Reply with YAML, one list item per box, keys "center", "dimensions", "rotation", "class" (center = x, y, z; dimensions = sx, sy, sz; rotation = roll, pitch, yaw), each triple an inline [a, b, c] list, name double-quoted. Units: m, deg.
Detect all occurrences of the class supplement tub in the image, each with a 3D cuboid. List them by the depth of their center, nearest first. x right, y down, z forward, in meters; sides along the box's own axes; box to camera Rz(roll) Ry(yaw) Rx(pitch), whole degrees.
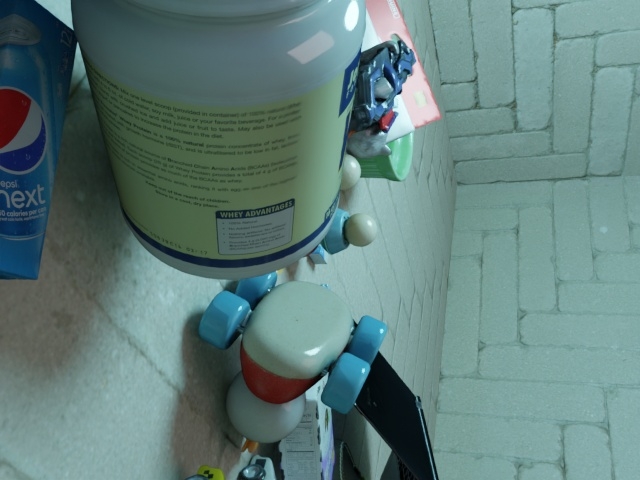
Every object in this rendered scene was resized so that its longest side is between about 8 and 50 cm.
- center: [-0.086, -0.142, 0.561]
  dimensions: [0.324, 0.236, 0.235]
  rotation: [98, 6, -51]
  class: "supplement tub"

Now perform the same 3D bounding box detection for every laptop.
- center: [0.112, 0.452, 1.333]
  dimensions: [0.382, 0.237, 0.407]
  rotation: [-81, -171, -73]
  class: "laptop"

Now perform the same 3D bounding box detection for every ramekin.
- center: [0.101, -0.277, 1.344]
  dimensions: [0.303, 0.148, 0.303]
  rotation: [-2, 90, -70]
  class: "ramekin"

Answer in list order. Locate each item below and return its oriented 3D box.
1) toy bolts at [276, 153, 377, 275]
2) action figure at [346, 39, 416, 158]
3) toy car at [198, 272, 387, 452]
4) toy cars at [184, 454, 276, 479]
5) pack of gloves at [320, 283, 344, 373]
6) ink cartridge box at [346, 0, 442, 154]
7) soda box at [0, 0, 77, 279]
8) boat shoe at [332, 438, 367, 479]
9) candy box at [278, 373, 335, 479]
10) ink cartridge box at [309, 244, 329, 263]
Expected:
- center: [0.001, -0.027, 1.030]
  dimensions: [0.228, 0.159, 0.218]
  rotation: [53, 40, -58]
  class: "toy bolts"
- center: [0.035, -0.287, 0.993]
  dimensions: [0.330, 0.179, 0.341]
  rotation: [67, 28, -12]
  class: "action figure"
- center: [-0.059, 0.194, 0.875]
  dimensions: [0.237, 0.219, 0.210]
  rotation: [-68, 171, 25]
  class: "toy car"
- center: [-0.095, 0.371, 0.775]
  dimensions: [0.393, 0.087, 0.176]
  rotation: [53, 33, -70]
  class: "toy cars"
- center: [0.022, 0.214, 1.244]
  dimensions: [0.195, 0.046, 0.232]
  rotation: [-64, 147, -50]
  class: "pack of gloves"
- center: [0.098, -0.329, 1.135]
  dimensions: [0.261, 0.066, 0.296]
  rotation: [-26, 96, -26]
  class: "ink cartridge box"
- center: [-0.248, -0.078, 0.467]
  dimensions: [0.067, 0.071, 0.210]
  rotation: [35, 56, -67]
  class: "soda box"
- center: [0.065, 0.528, 1.273]
  dimensions: [0.109, 0.091, 0.304]
  rotation: [-59, 143, -57]
  class: "boat shoe"
- center: [-0.022, 0.322, 1.029]
  dimensions: [0.165, 0.070, 0.196]
  rotation: [-57, 143, -78]
  class: "candy box"
- center: [0.000, 0.000, 1.220]
  dimensions: [0.048, 0.028, 0.083]
  rotation: [58, 36, -56]
  class: "ink cartridge box"
